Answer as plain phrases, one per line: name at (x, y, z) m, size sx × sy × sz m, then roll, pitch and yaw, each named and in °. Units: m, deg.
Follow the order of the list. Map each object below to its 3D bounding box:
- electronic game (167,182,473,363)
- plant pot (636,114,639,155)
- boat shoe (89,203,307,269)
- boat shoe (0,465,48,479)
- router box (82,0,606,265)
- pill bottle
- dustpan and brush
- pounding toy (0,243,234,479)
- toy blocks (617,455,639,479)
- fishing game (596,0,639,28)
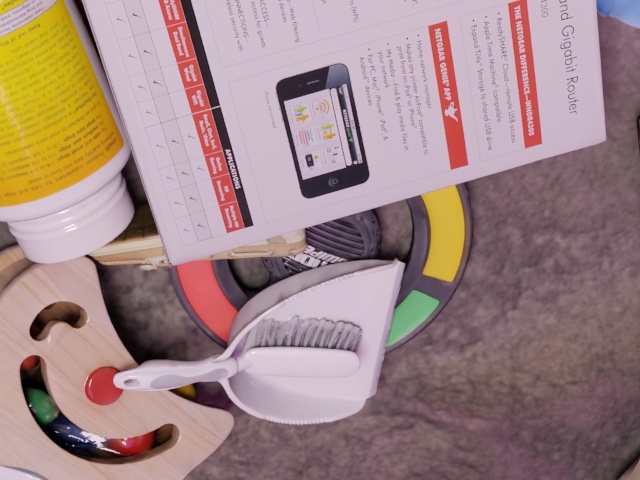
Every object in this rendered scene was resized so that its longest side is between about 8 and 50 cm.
electronic game at (0.000, 0.000, 0.996) m, size 0.229 × 0.048 × 0.229 m, roll -4°, pitch 120°, yaw -7°
plant pot at (0.344, -0.052, 0.945) m, size 0.230 × 0.215 × 0.215 m, roll -7°, pitch 121°, yaw 12°
boat shoe at (-0.086, 0.000, 0.939) m, size 0.153 × 0.056 × 0.048 m, roll -12°, pitch 118°, yaw -3°
boat shoe at (-0.236, 0.203, 1.072) m, size 0.183 × 0.065 × 0.083 m, roll 22°, pitch 117°, yaw -13°
router box at (0.007, -0.172, 0.807) m, size 0.301 × 0.082 × 0.335 m, roll -16°, pitch 127°, yaw -4°
pill bottle at (-0.197, -0.095, 0.873) m, size 0.117 × 0.117 × 0.215 m, roll -18°, pitch 120°, yaw 2°
dustpan and brush at (-0.045, 0.084, 0.979) m, size 0.211 × 0.060 × 0.147 m, roll 1°, pitch 126°, yaw -13°
pounding toy at (-0.207, 0.084, 1.002) m, size 0.269 × 0.155 × 0.154 m, roll 30°, pitch 83°, yaw -32°
toy blocks at (0.382, 0.277, 1.154) m, size 0.381 × 0.191 × 0.261 m, roll 20°, pitch 126°, yaw -19°
fishing game at (0.247, -0.205, 0.888) m, size 0.264 × 0.041 × 0.189 m, roll -15°, pitch 135°, yaw 12°
